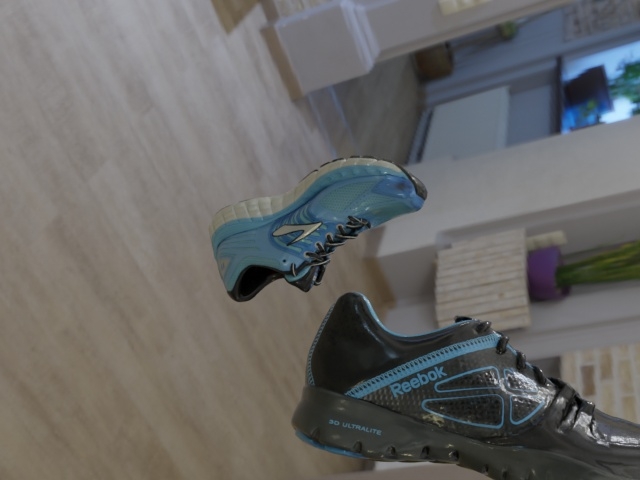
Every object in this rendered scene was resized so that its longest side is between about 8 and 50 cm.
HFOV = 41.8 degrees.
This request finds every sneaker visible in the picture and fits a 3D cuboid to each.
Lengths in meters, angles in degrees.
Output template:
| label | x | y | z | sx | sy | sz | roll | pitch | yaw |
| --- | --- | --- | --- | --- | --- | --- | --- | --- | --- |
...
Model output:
| label | x | y | z | sx | sy | sz | roll | pitch | yaw |
| --- | --- | --- | --- | --- | --- | --- | --- | --- | --- |
| sneaker | 0.000 | 0.000 | 0.559 | 0.063 | 0.162 | 0.073 | 31 | 44 | -50 |
| sneaker | 0.153 | 0.134 | 0.696 | 0.125 | 0.340 | 0.140 | 100 | 2 | -76 |
